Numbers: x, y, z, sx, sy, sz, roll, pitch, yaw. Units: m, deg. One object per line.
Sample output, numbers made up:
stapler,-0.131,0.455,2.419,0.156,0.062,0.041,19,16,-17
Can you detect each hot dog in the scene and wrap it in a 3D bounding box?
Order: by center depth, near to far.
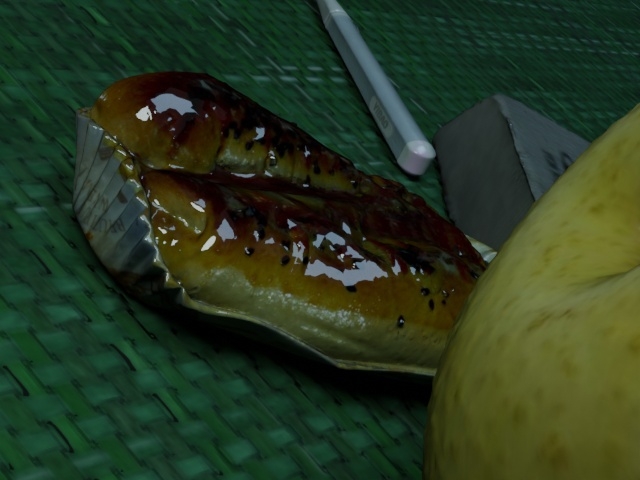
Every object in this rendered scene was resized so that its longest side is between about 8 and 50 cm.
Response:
hot dog,0.000,0.000,0.716,0.270,0.082,0.163,20,30,-29

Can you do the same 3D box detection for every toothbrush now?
toothbrush,0.017,-0.155,1.071,0.030,0.025,0.342,10,34,-30

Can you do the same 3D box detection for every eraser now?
eraser,0.154,0.011,0.885,0.111,0.077,0.352,25,27,-18

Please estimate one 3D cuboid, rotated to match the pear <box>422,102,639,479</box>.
pear,0.214,0.082,0.539,0.348,0.348,0.348,27,26,-15
